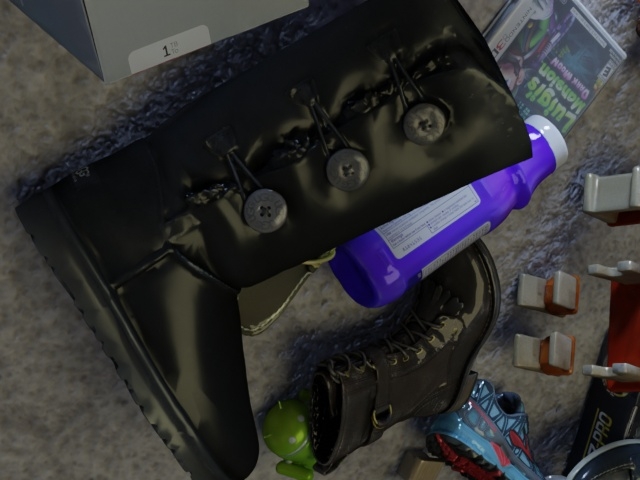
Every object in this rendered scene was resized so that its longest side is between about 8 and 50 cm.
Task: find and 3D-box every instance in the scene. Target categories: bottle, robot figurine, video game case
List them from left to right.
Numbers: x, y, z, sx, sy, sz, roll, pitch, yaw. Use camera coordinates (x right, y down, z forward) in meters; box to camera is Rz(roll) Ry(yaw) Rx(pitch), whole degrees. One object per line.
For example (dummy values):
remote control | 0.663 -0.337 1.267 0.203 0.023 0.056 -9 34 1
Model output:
robot figurine | -0.019 0.222 1.546 0.115 0.067 0.101 33 70 -41
bottle | 0.142 -0.037 1.466 0.283 0.118 0.092 -34 93 -16
video game case | 0.244 -0.189 1.522 0.173 0.022 0.190 -53 133 2

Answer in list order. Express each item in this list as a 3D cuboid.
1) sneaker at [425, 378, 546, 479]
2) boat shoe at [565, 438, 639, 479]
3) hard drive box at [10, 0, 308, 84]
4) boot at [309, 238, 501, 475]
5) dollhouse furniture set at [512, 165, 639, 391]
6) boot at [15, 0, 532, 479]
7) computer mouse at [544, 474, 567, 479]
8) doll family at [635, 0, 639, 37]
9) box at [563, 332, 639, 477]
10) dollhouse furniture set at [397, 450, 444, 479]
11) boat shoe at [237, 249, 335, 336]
sneaker | 0.241 0.258 1.716 0.262 0.104 0.125 43 63 -43
boat shoe | 0.435 0.319 1.795 0.254 0.079 0.095 -3 117 -30
hard drive box | -0.148 -0.231 1.080 0.181 0.232 0.089 -24 127 -21
boot | 0.086 0.123 1.513 0.229 0.091 0.263 -13 118 -41
dollhouse furniture set | 0.381 0.052 1.621 0.135 0.262 0.259 16 74 -42
boot | -0.001 -0.002 1.285 0.445 0.146 0.367 -31 114 -4
computer mouse | 0.308 0.402 1.890 0.106 0.042 0.193 10 110 -7
doll family | 0.469 -0.219 1.559 0.163 0.263 0.118 -58 170 -8
box | 0.538 0.266 1.945 0.394 0.097 0.318 -5 120 -32
dollhouse furniture set | 0.197 0.473 1.775 0.303 0.174 0.356 10 110 -39
boat shoe | -0.021 -0.029 1.382 0.109 0.091 0.305 17 105 -40
